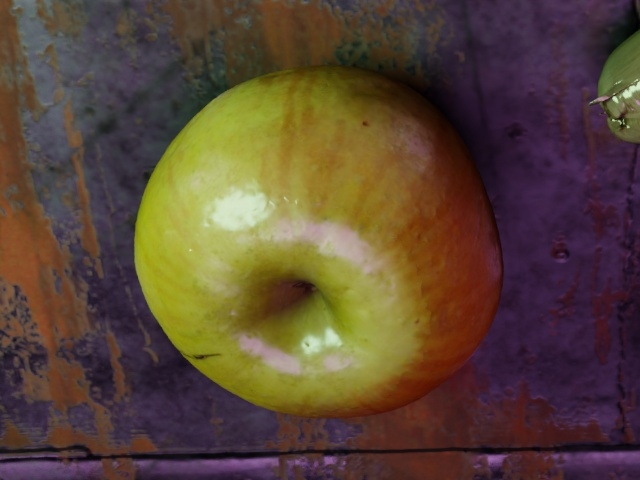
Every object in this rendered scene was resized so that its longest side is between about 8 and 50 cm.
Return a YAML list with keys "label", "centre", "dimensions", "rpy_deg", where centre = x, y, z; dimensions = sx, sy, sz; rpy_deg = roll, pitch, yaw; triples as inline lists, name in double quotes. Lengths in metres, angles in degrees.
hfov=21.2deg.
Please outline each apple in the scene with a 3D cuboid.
- label: "apple"
  centre: [0.000, 0.000, 1.326]
  dimensions: [0.286, 0.233, 0.286]
  rpy_deg: [4, 123, 6]

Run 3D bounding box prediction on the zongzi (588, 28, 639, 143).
- label: "zongzi"
  centre: [0.329, -0.108, 1.297]
  dimensions: [0.194, 0.099, 0.197]
  rpy_deg: [-35, 108, 24]
